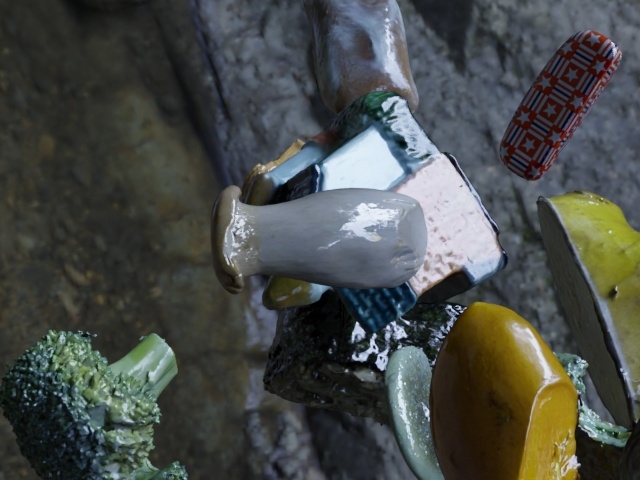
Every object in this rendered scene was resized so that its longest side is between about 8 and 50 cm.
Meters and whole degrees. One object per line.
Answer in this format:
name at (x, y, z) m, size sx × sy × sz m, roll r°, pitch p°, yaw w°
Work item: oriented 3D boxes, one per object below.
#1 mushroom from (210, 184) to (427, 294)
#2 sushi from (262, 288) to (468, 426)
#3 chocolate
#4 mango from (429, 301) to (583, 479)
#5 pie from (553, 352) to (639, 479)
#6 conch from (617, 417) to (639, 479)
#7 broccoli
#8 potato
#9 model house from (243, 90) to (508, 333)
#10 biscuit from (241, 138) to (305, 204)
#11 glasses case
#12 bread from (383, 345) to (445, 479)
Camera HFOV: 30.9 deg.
mushroom at (-0.001, -0.001, 1.045) m, size 0.212 × 0.097 × 0.088 m, roll -6°, pitch 46°, yaw -22°
sushi at (0.095, 0.187, 1.754) m, size 0.211 × 0.350 × 0.171 m, roll 102°, pitch -2°, yaw -52°
chocolate at (0.066, -0.316, 1.818) m, size 0.080 × 0.157 × 0.254 m, roll 104°, pitch -21°, yaw -61°
mango at (0.190, 0.188, 1.217) m, size 0.126 × 0.154 × 0.252 m, roll -4°, pitch 80°, yaw -46°
pie at (0.301, 0.281, 1.463) m, size 0.067 × 0.302 × 0.302 m, roll -39°, pitch 109°, yaw -47°
conch at (0.339, 0.193, 0.859) m, size 0.297 × 0.352 × 0.210 m, roll 14°, pitch 80°, yaw -14°
broccoli at (-0.340, 0.302, 1.908) m, size 0.375 × 0.302 × 0.249 m, roll 53°, pitch -9°, yaw -16°
potato at (0.506, 0.086, 1.636) m, size 0.397 × 0.296 × 0.290 m, roll -102°, pitch 175°, yaw -46°
model house at (0.023, -0.001, 1.288) m, size 0.291 × 0.184 × 0.253 m, roll -33°, pitch 93°, yaw -37°
biscuit at (-0.061, -0.066, 1.708) m, size 0.035 × 0.162 × 0.250 m, roll 37°, pitch -1°, yaw 21°
glasses case at (0.288, -0.165, 1.408) m, size 0.073 × 0.194 × 0.049 m, roll 39°, pitch 14°, yaw 27°
bread at (0.121, 0.218, 1.500) m, size 0.112 × 0.036 × 0.193 m, roll 32°, pitch 44°, yaw -53°
